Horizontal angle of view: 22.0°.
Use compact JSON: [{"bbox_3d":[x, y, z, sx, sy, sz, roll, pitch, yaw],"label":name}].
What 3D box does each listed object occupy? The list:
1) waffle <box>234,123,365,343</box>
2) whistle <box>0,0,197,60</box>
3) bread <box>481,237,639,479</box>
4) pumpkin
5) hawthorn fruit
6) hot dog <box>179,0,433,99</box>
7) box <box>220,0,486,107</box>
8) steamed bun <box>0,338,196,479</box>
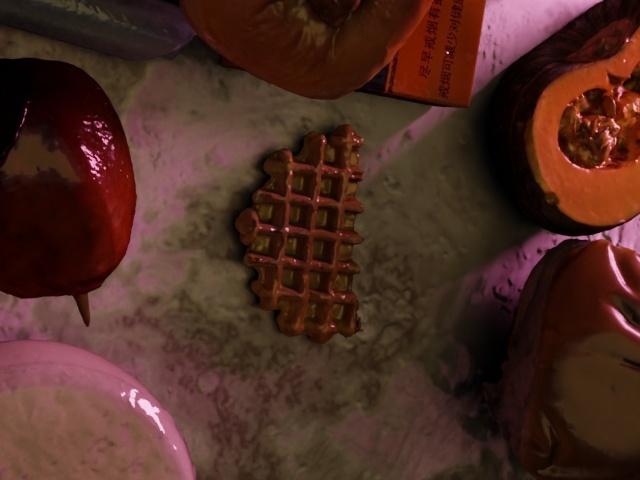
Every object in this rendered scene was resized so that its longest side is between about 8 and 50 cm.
[{"bbox_3d":[0.000,0.000,1.545,0.160,0.046,0.192,-34,110,-18],"label":"waffle"},{"bbox_3d":[-0.253,-0.208,1.390,0.312,0.062,0.062,14,90,-27],"label":"whistle"},{"bbox_3d":[0.294,0.144,1.605,0.279,0.225,0.250,24,84,-22],"label":"bread"},{"bbox_3d":[0.314,-0.119,1.633,0.317,0.139,0.222,-38,108,-18],"label":"pumpkin"},{"bbox_3d":[-0.231,-0.033,1.353,0.189,0.189,0.251,-33,113,-19],"label":"hawthorn fruit"},{"bbox_3d":[0.043,-0.324,1.370,0.185,0.223,0.405,29,60,-14],"label":"hot dog"},{"bbox_3d":[0.036,-0.215,1.526,0.237,0.070,0.152,8,93,-25],"label":"box"},{"bbox_3d":[-0.249,0.221,1.375,0.283,0.177,0.283,-1,91,-23],"label":"steamed bun"}]
